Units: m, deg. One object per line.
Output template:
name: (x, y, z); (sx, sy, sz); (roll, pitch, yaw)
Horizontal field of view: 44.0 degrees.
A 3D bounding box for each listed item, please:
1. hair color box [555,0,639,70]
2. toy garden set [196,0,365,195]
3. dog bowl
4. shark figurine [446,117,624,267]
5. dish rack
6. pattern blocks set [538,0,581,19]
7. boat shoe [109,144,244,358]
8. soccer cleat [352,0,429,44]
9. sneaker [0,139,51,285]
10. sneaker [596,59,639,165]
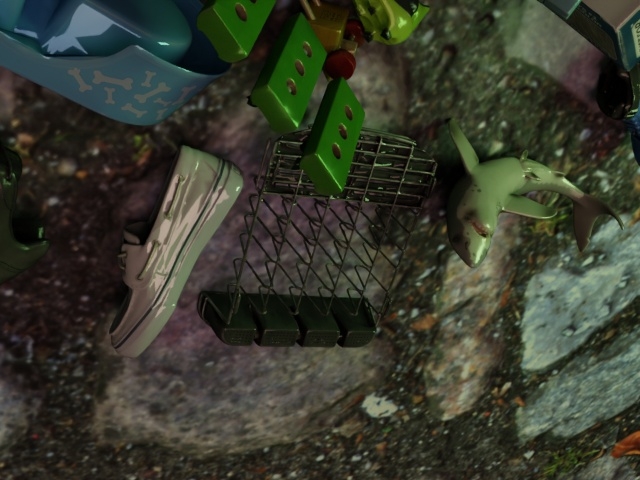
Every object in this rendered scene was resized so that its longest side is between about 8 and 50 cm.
hair color box: (0.319, -0.335, 0.661); (0.347, 0.174, 0.105); (-45, 156, 11)
toy garden set: (-0.043, -0.184, 0.639); (0.049, 0.203, 0.244); (-16, 128, 30)
dog bowl: (-0.205, -0.184, 0.575); (0.297, 0.166, 0.074); (24, 122, -34)
shark figurine: (0.206, -0.044, 0.898); (0.278, 0.166, 0.116); (-7, 153, -39)
dish rack: (0.000, 0.000, 0.841); (0.208, 0.074, 0.271); (4, 119, -26)
pattern blocks set: (0.226, -0.346, 0.602); (0.325, 0.285, 0.026); (-42, 172, 8)
boat shoe: (-0.163, 0.008, 0.782); (0.076, 0.083, 0.226); (28, 98, -22)
soccer cleat: (0.041, -0.258, 0.692); (0.072, 0.060, 0.179); (-46, 126, -23)
sneaker: (-0.324, -0.066, 0.650); (0.130, 0.109, 0.286); (-27, 138, -11)
sneaker: (0.348, -0.141, 0.891); (0.085, 0.058, 0.152); (-20, 124, -16)
